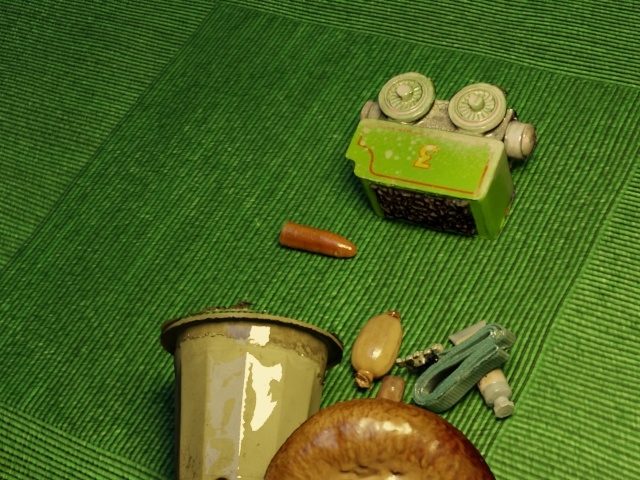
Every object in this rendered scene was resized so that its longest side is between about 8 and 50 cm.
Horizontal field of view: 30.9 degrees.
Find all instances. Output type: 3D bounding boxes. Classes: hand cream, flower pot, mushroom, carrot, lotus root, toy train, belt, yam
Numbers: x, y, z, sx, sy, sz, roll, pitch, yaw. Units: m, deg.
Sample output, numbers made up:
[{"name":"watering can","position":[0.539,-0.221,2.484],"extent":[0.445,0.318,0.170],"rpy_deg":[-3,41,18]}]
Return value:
[{"name":"hand cream","position":[0.252,0.195,1.771],"extent":[0.065,0.043,0.170],"rpy_deg":[-24,47,4]},{"name":"flower pot","position":[-0.109,0.259,1.704],"extent":[0.290,0.290,0.259],"rpy_deg":[-3,66,13]},{"name":"mushroom","position":[0.064,0.361,1.473],"extent":[0.334,0.356,0.331],"rpy_deg":[-24,65,6]},{"name":"carrot","position":[0.000,0.000,2.001],"extent":[0.139,0.048,0.048],"rpy_deg":[13,56,22]},{"name":"lotus root","position":[0.088,0.170,1.826],"extent":[0.073,0.062,0.150],"rpy_deg":[10,54,23]},{"name":"toy train","position":[0.201,-0.145,1.990],"extent":[0.307,0.173,0.249],"rpy_deg":[13,65,25]},{"name":"belt","position":[0.210,0.178,1.749],"extent":[0.179,0.065,0.100],"rpy_deg":[-38,50,17]},{"name":"yam","position":[0.083,0.317,1.719],"extent":[0.046,0.046,0.264],"rpy_deg":[4,53,19]}]
